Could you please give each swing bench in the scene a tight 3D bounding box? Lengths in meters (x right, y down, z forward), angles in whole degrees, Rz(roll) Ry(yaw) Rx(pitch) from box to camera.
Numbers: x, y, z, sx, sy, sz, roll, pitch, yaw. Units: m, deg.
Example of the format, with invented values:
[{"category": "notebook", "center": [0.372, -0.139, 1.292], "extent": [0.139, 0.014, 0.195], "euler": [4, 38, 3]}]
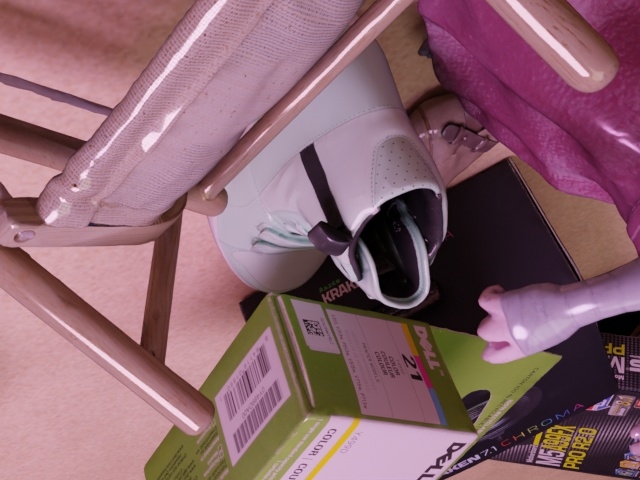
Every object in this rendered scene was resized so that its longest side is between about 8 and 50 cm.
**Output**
[{"category": "swing bench", "center": [-0.075, -0.093, 0.404], "extent": [0.254, 0.165, 0.253], "euler": [31, 125, -27]}]

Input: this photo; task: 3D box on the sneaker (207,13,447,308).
[{"category": "sneaker", "center": [0.000, 0.000, 0.634], "extent": [0.094, 0.151, 0.256], "euler": [-14, 151, -19]}]

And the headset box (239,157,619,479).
[{"category": "headset box", "center": [0.101, 0.087, 0.870], "extent": [0.246, 0.131, 0.283], "euler": [-28, 150, 7]}]

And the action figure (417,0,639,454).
[{"category": "action figure", "center": [0.206, -0.026, 0.519], "extent": [0.275, 0.370, 0.248], "euler": [-40, 159, 12]}]

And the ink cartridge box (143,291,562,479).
[{"category": "ink cartridge box", "center": [0.039, 0.148, 0.703], "extent": [0.255, 0.097, 0.189], "euler": [13, 128, -32]}]

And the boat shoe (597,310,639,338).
[{"category": "boat shoe", "center": [0.310, 0.103, 1.126], "extent": [0.066, 0.066, 0.183], "euler": [26, 132, -30]}]

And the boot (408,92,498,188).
[{"category": "boot", "center": [0.091, -0.058, 0.717], "extent": [0.087, 0.042, 0.118], "euler": [-32, 150, 10]}]

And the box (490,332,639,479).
[{"category": "box", "center": [0.271, 0.180, 1.119], "extent": [0.216, 0.060, 0.270], "euler": [6, 151, 7]}]
